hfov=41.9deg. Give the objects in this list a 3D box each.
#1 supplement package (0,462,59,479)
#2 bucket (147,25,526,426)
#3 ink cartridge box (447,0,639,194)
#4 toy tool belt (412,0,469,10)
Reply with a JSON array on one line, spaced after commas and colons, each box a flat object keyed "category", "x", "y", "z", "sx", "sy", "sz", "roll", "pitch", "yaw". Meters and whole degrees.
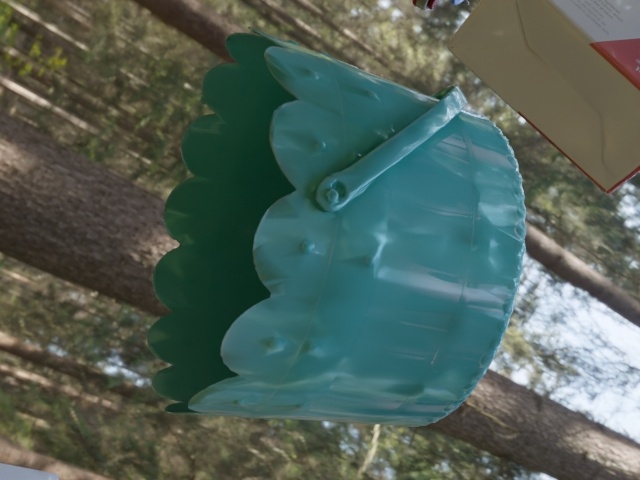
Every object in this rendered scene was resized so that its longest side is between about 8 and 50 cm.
[{"category": "supplement package", "x": -0.376, "y": 0.356, "z": 0.756, "sx": 0.262, "sy": 0.198, "sz": 0.199, "roll": -48, "pitch": -136, "yaw": 14}, {"category": "bucket", "x": 0.000, "y": 0.000, "z": 0.592, "sx": 0.281, "sy": 0.183, "sz": 0.281, "roll": -168, "pitch": -90, "yaw": -68}, {"category": "ink cartridge box", "x": 0.175, "y": -0.130, "z": 0.450, "sx": 0.198, "sy": 0.115, "sz": 0.067, "roll": -43, "pitch": 175, "yaw": -31}, {"category": "toy tool belt", "x": 0.106, "y": -0.205, "z": 0.641, "sx": 0.052, "sy": 0.051, "sz": 0.083, "roll": -43, "pitch": 161, "yaw": -43}]
